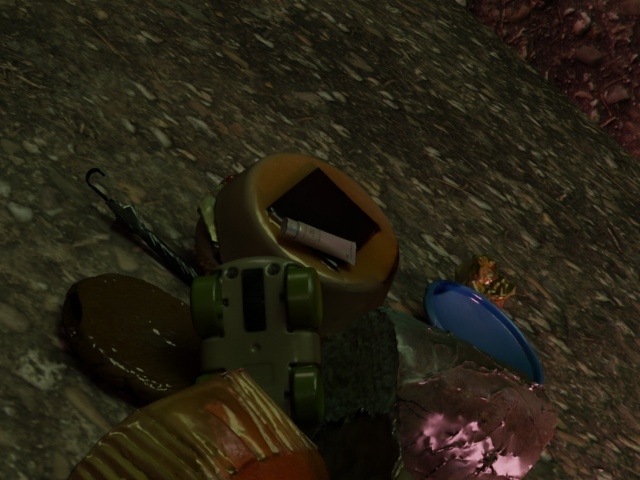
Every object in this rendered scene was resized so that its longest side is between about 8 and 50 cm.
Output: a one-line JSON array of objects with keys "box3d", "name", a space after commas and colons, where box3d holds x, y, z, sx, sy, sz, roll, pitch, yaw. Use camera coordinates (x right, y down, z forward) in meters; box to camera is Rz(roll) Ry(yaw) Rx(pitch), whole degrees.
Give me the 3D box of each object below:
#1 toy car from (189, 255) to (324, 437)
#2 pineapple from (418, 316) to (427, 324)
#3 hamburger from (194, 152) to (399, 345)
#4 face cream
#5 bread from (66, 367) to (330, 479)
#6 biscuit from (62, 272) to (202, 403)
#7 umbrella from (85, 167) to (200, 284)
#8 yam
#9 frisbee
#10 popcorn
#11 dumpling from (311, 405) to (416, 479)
[{"box3d": [-0.060, 0.141, 1.463, 0.145, 0.235, 0.235, -5, 25, 7], "name": "toy car"}, {"box3d": [0.140, 0.151, 1.834, 0.058, 0.058, 0.124, 34, 11, 4], "name": "pineapple"}, {"box3d": [-0.031, 0.016, 1.726, 0.302, 0.170, 0.302, 24, 38, -21], "name": "hamburger"}, {"box3d": [0.000, 0.000, 1.604, 0.115, 0.020, 0.038, 23, 50, -26], "name": "face cream"}, {"box3d": [-0.105, 0.253, 1.156, 0.156, 0.204, 0.288, 36, 19, 22], "name": "bread"}, {"box3d": [-0.211, 0.120, 1.475, 0.226, 0.042, 0.226, 27, 23, -12], "name": "biscuit"}, {"box3d": [-0.235, 0.004, 1.688, 0.269, 0.044, 0.044, 46, 1, 10], "name": "umbrella"}, {"box3d": [0.139, 0.224, 1.528, 0.271, 0.202, 0.201, 19, 49, -29], "name": "yam"}, {"box3d": [0.250, 0.161, 1.928, 0.242, 0.045, 0.242, 33, 26, -18], "name": "frisbee"}, {"box3d": [0.276, 0.076, 2.083, 0.097, 0.089, 0.109, 29, 19, -34], "name": "popcorn"}, {"box3d": [0.051, 0.264, 1.275, 0.086, 0.166, 0.332, 38, 3, -19], "name": "dumpling"}]
